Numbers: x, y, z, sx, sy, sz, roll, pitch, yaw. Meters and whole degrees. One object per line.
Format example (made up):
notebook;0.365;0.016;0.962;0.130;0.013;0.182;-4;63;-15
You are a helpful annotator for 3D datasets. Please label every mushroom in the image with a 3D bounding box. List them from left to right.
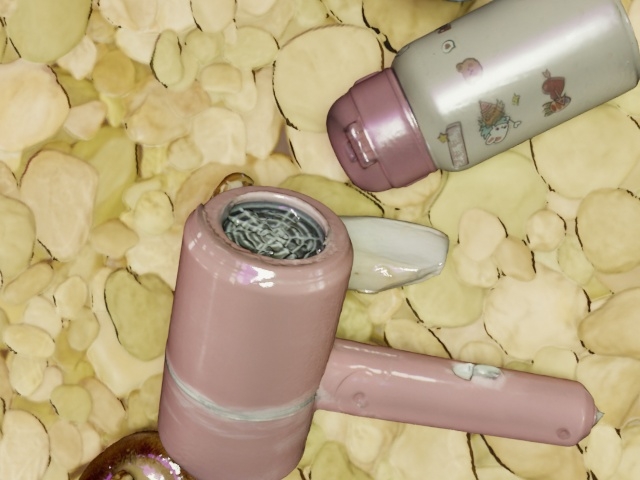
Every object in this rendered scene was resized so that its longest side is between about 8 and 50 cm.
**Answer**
mushroom;-0.154;0.222;0.712;0.126;0.085;0.109;-26;121;7
mushroom;0.000;0.000;0.690;0.209;0.071;0.084;11;60;6

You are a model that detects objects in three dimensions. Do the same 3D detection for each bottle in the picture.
bottle;0.117;-0.116;0.645;0.233;0.110;0.110;-26;87;10

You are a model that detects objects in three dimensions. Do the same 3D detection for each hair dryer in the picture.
hair dryer;0.059;0.091;0.639;0.352;0.125;0.210;10;124;-7
